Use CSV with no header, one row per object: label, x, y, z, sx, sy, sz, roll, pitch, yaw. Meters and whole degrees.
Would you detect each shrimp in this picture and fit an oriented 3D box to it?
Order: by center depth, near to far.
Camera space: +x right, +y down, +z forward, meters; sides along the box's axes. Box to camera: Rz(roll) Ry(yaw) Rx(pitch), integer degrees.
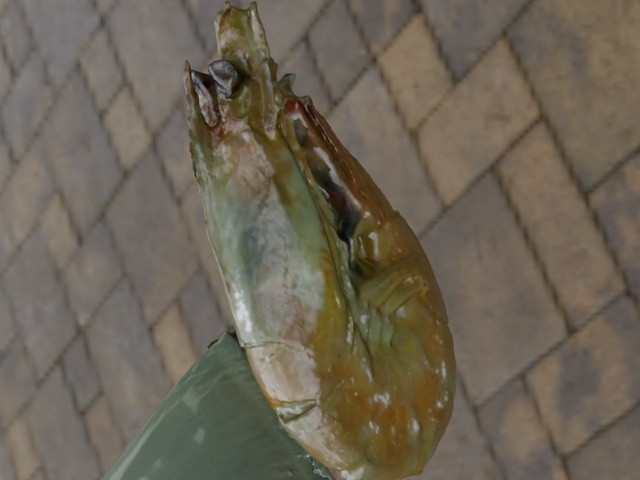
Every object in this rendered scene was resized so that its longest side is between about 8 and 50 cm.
shrimp,-0.001,0.000,0.755,0.051,0.115,0.217,-20,95,38

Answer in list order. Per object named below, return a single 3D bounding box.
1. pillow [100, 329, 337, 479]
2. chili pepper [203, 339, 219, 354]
pillow,-0.071,0.228,0.837,0.312,0.119,0.310,-52,39,5
chili pepper,-0.092,0.165,1.104,0.043,0.048,0.208,-111,27,-75
